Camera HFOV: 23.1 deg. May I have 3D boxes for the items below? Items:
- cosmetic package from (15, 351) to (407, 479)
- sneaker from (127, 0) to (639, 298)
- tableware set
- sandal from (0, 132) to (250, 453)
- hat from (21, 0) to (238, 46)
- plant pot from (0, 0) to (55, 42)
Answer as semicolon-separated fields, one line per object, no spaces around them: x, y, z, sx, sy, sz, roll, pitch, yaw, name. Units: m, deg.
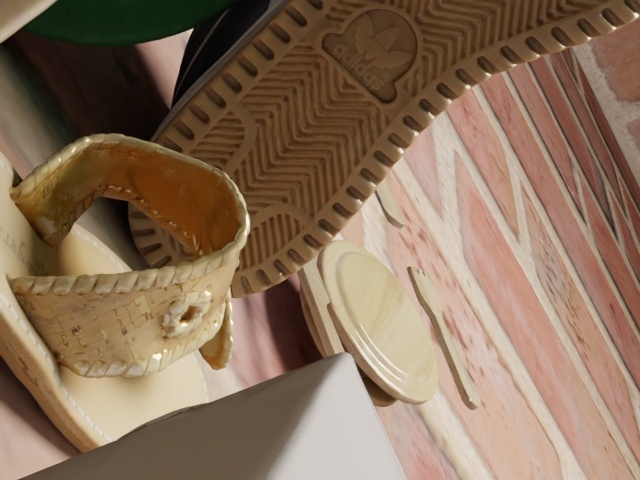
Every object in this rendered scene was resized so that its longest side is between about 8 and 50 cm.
-0.048;0.109;0.309;0.085;0.117;0.231;66;17;-7;cosmetic package
0.040;-0.104;0.619;0.099;0.282;0.153;47;14;-14;sneaker
0.000;0.000;0.761;0.128;0.039;0.194;21;41;-53;tableware set
-0.062;0.002;0.473;0.240;0.079;0.088;47;25;-51;sandal
-0.110;-0.170;0.616;0.183;0.173;0.208;29;-31;55;hat
-0.110;-0.191;0.235;0.305;0.334;0.334;52;18;-9;plant pot
